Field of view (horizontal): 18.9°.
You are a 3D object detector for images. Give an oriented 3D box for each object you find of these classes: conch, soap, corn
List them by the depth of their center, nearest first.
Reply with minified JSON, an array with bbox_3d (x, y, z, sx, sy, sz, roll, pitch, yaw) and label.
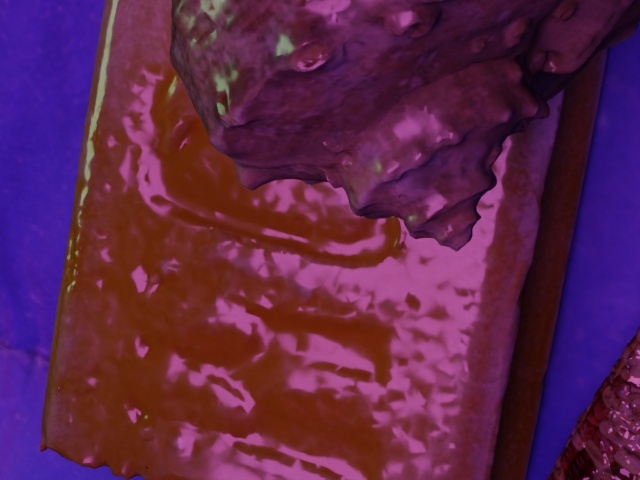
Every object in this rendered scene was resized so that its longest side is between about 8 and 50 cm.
[{"bbox_3d":[0.071,-0.174,0.927,0.210,0.297,0.352,10,103,51],"label":"conch"},{"bbox_3d":[0.211,0.103,1.128,0.098,0.098,0.289,34,110,14],"label":"corn"},{"bbox_3d":[0.000,0.000,1.171,0.293,0.156,0.335,16,103,19],"label":"soap"}]
